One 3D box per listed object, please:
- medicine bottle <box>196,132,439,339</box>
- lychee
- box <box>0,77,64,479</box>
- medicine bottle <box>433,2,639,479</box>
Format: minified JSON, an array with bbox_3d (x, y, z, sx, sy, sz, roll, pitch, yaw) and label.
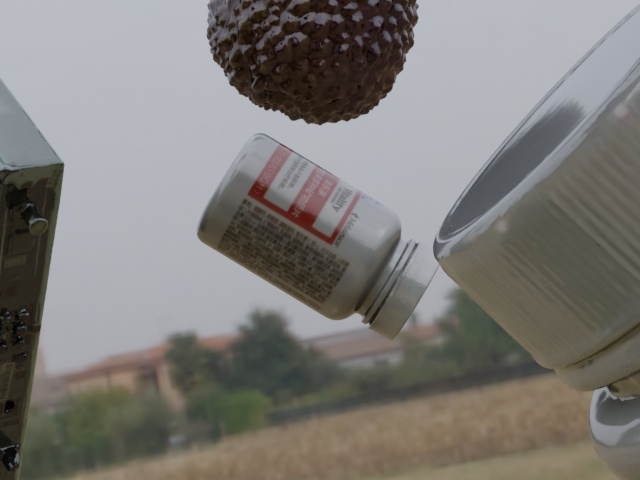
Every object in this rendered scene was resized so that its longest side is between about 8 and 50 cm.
[{"bbox_3d":[0.000,0.000,1.016,0.140,0.079,0.079,31,-6,0],"label":"medicine bottle"},{"bbox_3d":[0.001,-0.194,1.376,0.188,0.188,0.188,-11,-5,-1],"label":"lychee"},{"bbox_3d":[-0.232,0.012,1.046,0.045,0.211,0.270,-11,-45,-32],"label":"box"},{"bbox_3d":[0.230,0.055,0.730,0.208,0.340,0.208,-47,5,5],"label":"medicine bottle"}]
